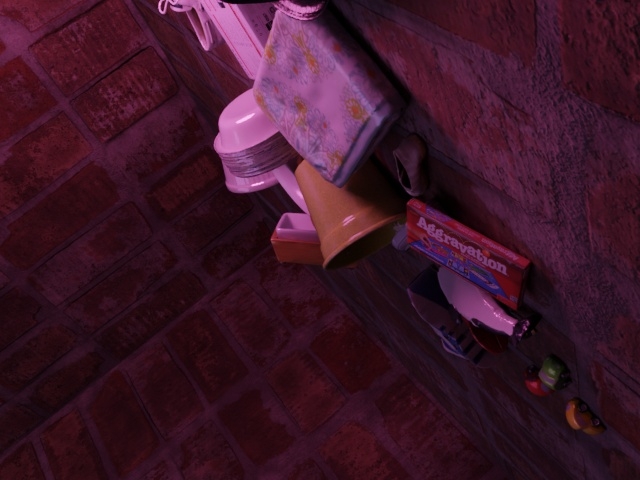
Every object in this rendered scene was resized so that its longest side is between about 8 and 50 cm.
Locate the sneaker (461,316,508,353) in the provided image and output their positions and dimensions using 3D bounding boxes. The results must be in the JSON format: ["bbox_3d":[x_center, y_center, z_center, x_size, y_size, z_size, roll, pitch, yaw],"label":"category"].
[{"bbox_3d":[0.402,0.197,1.715,0.221,0.087,0.128,61,-176,23],"label":"sneaker"}]

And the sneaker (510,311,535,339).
[{"bbox_3d":[0.450,0.194,1.534,0.083,0.035,0.031,41,166,50],"label":"sneaker"}]

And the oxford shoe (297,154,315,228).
[{"bbox_3d":[0.040,-0.123,1.823,0.133,0.130,0.363,-47,61,55],"label":"oxford shoe"}]

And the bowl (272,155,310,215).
[{"bbox_3d":[-0.050,-0.219,2.097,0.298,0.134,0.298,50,171,11],"label":"bowl"}]

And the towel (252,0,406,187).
[{"bbox_3d":[0.000,-0.300,1.401,0.320,0.090,0.374,49,155,4],"label":"towel"}]

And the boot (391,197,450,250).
[{"bbox_3d":[0.250,0.002,1.561,0.123,0.095,0.258,50,166,9],"label":"boot"}]

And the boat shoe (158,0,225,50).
[{"bbox_3d":[-0.370,-0.668,1.825,0.136,0.156,0.367,44,169,38],"label":"boat shoe"}]

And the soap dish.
[{"bbox_3d":[0.000,0.000,2.124,0.229,0.291,0.118,-76,-9,-73],"label":"soap dish"}]

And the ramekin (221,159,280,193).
[{"bbox_3d":[-0.215,-0.282,2.322,0.273,0.273,0.127,37,150,59],"label":"ramekin"}]

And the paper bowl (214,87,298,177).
[{"bbox_3d":[-0.152,-0.305,1.765,0.148,0.284,0.284,57,170,-32],"label":"paper bowl"}]

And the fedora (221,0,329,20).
[{"bbox_3d":[-0.123,-0.490,1.123,0.334,0.152,0.334,49,160,25],"label":"fedora"}]

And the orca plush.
[{"bbox_3d":[0.394,0.136,1.543,0.287,0.102,0.151,21,105,55],"label":"orca plush"}]

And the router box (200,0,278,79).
[{"bbox_3d":[-0.184,-0.541,1.632,0.335,0.082,0.301,56,170,-29],"label":"router box"}]

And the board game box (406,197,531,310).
[{"bbox_3d":[0.297,0.026,1.393,0.281,0.027,0.145,33,151,30],"label":"board game box"}]

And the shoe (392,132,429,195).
[{"bbox_3d":[0.184,-0.149,1.419,0.076,0.058,0.219,48,171,24],"label":"shoe"}]

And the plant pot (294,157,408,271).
[{"bbox_3d":[0.069,-0.100,1.664,0.254,0.276,0.276,61,173,12],"label":"plant pot"}]

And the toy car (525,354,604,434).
[{"bbox_3d":[0.551,0.346,1.581,0.239,0.053,0.225,43,168,45],"label":"toy car"}]

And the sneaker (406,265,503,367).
[{"bbox_3d":[0.357,0.235,1.882,0.315,0.127,0.182,48,169,10],"label":"sneaker"}]
